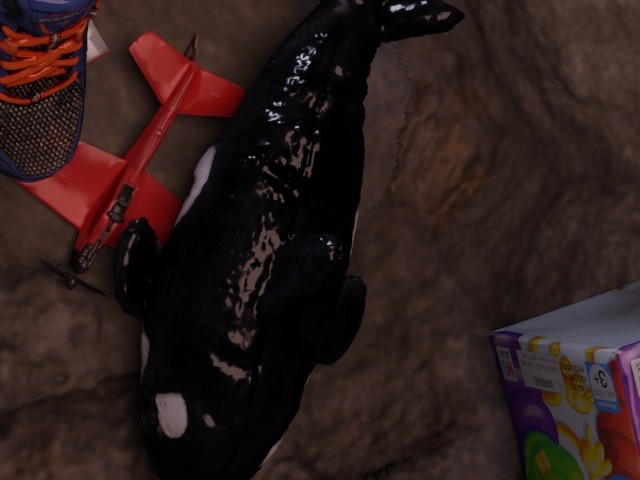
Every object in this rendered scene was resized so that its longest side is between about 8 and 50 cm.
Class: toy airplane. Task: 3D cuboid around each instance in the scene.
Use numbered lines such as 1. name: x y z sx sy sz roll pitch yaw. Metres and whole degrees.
1. toy airplane: -0.092 -0.040 0.977 0.151 0.028 0.151 -1 93 -24

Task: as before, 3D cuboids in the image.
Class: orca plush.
1. orca plush: 0.000 0.000 0.963 0.151 0.102 0.287 39 78 -32

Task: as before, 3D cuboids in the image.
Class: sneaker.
1. sneaker: -0.134 -0.110 0.841 0.083 0.087 0.221 -24 138 -25

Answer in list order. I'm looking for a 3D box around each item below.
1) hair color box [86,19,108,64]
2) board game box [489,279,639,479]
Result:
1. hair color box: -0.183 -0.088 0.929 0.141 0.043 0.072 -32 104 -18
2. board game box: 0.215 0.166 1.049 0.142 0.144 0.275 -18 98 -20
